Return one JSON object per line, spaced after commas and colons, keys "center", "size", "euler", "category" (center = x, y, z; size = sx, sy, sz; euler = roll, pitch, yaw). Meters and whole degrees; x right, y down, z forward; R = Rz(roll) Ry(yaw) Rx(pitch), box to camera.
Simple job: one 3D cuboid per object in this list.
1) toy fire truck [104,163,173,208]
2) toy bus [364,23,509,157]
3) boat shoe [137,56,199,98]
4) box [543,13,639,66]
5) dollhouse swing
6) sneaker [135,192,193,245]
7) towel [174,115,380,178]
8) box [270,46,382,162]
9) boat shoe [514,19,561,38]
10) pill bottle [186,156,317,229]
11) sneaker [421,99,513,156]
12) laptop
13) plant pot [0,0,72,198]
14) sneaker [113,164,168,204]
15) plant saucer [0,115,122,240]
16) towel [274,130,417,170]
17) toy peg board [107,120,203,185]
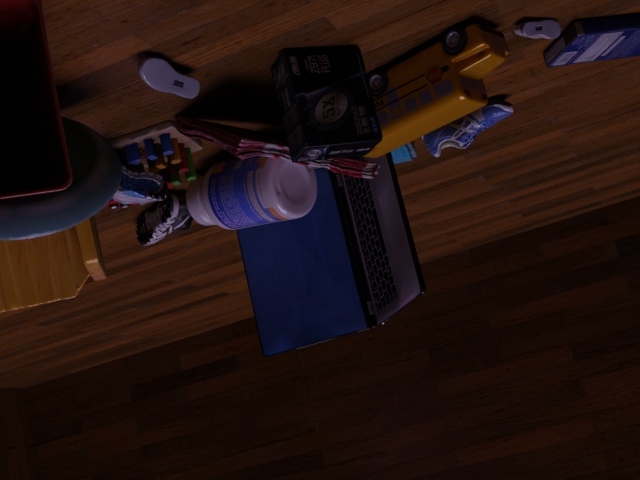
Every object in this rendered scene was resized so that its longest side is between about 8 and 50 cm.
{"center": [-0.416, -0.110, 2.112], "size": [0.192, 0.047, 0.135], "euler": [-6, 164, -26], "category": "toy fire truck"}
{"center": [0.192, -0.276, 1.877], "size": [0.333, 0.130, 0.108], "euler": [-24, 163, 36], "category": "toy bus"}
{"center": [-0.255, -0.266, 1.657], "size": [0.040, 0.049, 0.142], "euler": [23, -178, 32], "category": "boat shoe"}
{"center": [0.565, -0.393, 1.976], "size": [0.225, 0.036, 0.136], "euler": [-8, 166, -17], "category": "box"}
{"center": [-0.605, -0.008, 1.876], "size": [0.347, 0.315, 0.305], "euler": [-12, -174, -7], "category": "dollhouse swing"}
{"center": [-0.353, -0.045, 2.368], "size": [0.106, 0.078, 0.234], "euler": [-2, 160, -34], "category": "sneaker"}
{"center": [-0.080, -0.173, 1.893], "size": [0.329, 0.037, 0.237], "euler": [7, -168, -38], "category": "towel"}
{"center": [0.009, -0.237, 1.748], "size": [0.147, 0.180, 0.077], "euler": [-7, 166, -23], "category": "box"}
{"center": [0.397, -0.387, 1.857], "size": [0.100, 0.035, 0.035], "euler": [-10, -167, -33], "category": "boat shoe"}
{"center": [-0.154, -0.104, 2.135], "size": [0.272, 0.152, 0.152], "euler": [-8, 173, 39], "category": "pill bottle"}
{"center": [0.325, -0.248, 2.225], "size": [0.211, 0.081, 0.080], "euler": [-19, 164, 15], "category": "sneaker"}
{"center": [0.000, 0.000, 2.114], "size": [0.236, 0.382, 0.408], "euler": [-8, 164, -20], "category": "laptop"}
{"center": [-0.505, -0.168, 1.402], "size": [0.267, 0.267, 0.236], "euler": [-10, 178, -17], "category": "plant pot"}
{"center": [-0.386, -0.102, 1.915], "size": [0.083, 0.071, 0.191], "euler": [-24, 148, 37], "category": "sneaker"}
{"center": [-0.477, -0.117, 1.599], "size": [0.318, 0.317, 0.043], "euler": [-10, 131, -16], "category": "plant saucer"}
{"center": [0.054, -0.201, 2.234], "size": [0.271, 0.040, 0.370], "euler": [-18, 166, 11], "category": "towel"}
{"center": [-0.324, -0.152, 1.969], "size": [0.161, 0.079, 0.160], "euler": [-17, 166, 11], "category": "toy peg board"}
